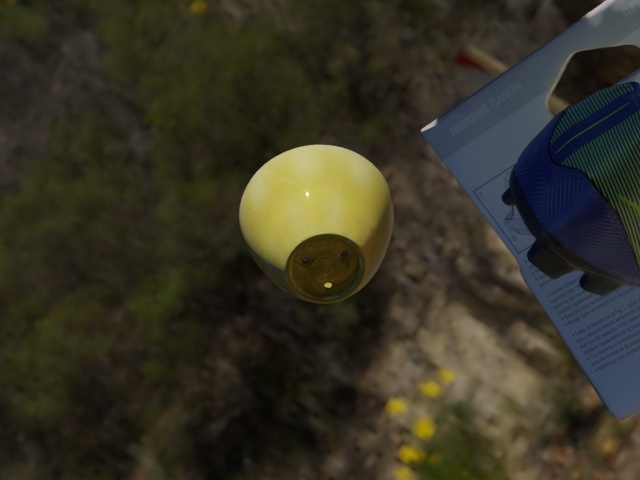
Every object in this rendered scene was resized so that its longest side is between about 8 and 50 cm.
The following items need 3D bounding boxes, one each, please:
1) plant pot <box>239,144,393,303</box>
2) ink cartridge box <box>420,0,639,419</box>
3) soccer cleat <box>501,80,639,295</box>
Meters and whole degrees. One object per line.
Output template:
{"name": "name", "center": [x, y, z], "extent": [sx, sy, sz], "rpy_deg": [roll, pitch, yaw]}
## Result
{"name": "plant pot", "center": [0.000, 0.000, 1.584], "extent": [0.134, 0.134, 0.095], "rpy_deg": [-58, 19, 24]}
{"name": "ink cartridge box", "center": [0.251, -0.044, 1.292], "extent": [0.296, 0.261, 0.066], "rpy_deg": [-34, 0, 41]}
{"name": "soccer cleat", "center": [0.225, -0.015, 1.006], "extent": [0.121, 0.289, 0.093], "rpy_deg": [-45, 50, 32]}
